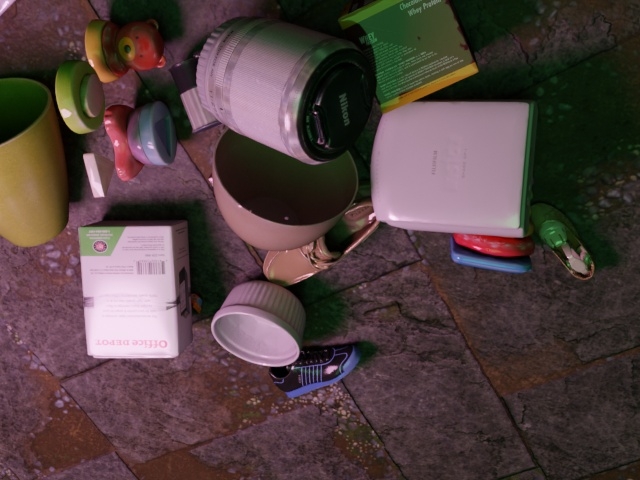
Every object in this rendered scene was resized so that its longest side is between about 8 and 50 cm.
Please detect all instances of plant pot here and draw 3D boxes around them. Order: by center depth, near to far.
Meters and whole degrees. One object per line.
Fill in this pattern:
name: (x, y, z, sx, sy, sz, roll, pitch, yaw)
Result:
plant pot: (-0.087, -0.088, 1.518, 0.284, 0.284, 0.191, 20, 142, -4)
plant pot: (-0.635, -0.136, 1.565, 0.275, 0.274, 0.293, -3, 133, 9)

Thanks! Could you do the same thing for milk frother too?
milk frother: (-0.215, -0.292, 1.461, 0.129, 0.143, 0.134, -21, 95, 2)

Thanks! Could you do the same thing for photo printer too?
photo printer: (0.245, -0.142, 1.443, 0.308, 0.107, 0.255, 5, 90, 24)

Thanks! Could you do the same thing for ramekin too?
ramekin: (-0.131, 0.181, 1.704, 0.207, 0.109, 0.207, 12, 141, 10)

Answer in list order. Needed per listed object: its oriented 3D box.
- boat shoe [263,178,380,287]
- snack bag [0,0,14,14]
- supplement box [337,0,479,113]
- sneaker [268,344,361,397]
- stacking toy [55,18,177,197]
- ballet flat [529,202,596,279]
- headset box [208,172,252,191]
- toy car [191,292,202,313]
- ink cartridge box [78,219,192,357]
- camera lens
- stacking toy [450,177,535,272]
boat shoe: (0.000, 0.000, 1.620, 0.122, 0.110, 0.341, 43, 115, -15)
snack bag: (-0.789, -0.511, 1.490, 0.343, 0.037, 0.323, -33, 109, 21)
supplement box: (0.162, -0.373, 1.391, 0.191, 0.129, 0.194, -22, 113, 18)
sneaker: (-0.017, 0.295, 1.797, 0.232, 0.081, 0.090, -30, 117, 22)
stacking toy: (-0.359, -0.250, 1.442, 0.131, 0.279, 0.308, -5, 121, 11)
ballet flat: (0.510, 0.005, 1.584, 0.206, 0.067, 0.073, 42, 116, -14)
headset box: (-0.194, -0.124, 1.623, 0.083, 0.032, 0.062, -21, 114, 15)
toy car: (-0.278, 0.166, 1.798, 0.040, 0.060, 0.122, -53, 127, -17)
ink cartridge box: (-0.402, 0.104, 1.672, 0.211, 0.121, 0.289, 0, 98, 7)
camera lens: (-0.059, -0.273, 1.358, 0.274, 0.219, 0.219, 27, 125, 34)
stacking toy: (0.364, -0.096, 1.521, 0.166, 0.175, 0.301, 9, 105, 6)
